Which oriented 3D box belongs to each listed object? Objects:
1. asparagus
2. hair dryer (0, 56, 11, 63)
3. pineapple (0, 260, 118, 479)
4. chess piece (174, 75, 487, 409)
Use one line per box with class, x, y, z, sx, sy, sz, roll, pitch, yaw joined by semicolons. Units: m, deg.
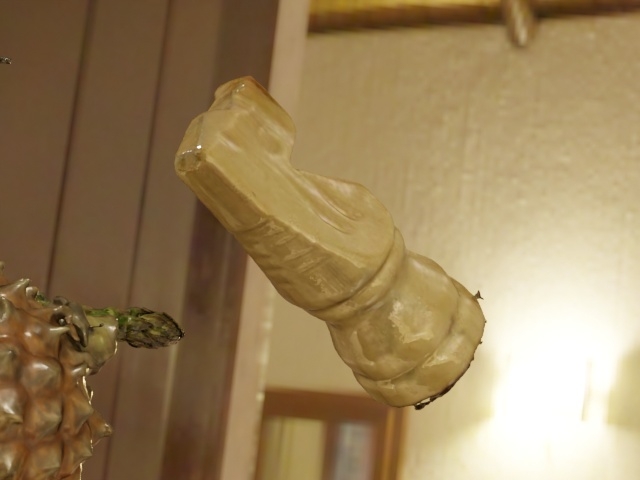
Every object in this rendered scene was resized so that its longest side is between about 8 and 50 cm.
asparagus;-0.163;0.063;1.277;0.165;0.030;0.036;11;-53;-49
hair dryer;-0.297;-0.164;1.390;0.083;0.079;0.031;10;-35;-1
pineapple;-0.188;0.084;0.859;0.193;0.166;0.166;-26;0;-22
chess piece;0.000;0.000;1.332;0.137;0.137;0.301;-7;-44;47
